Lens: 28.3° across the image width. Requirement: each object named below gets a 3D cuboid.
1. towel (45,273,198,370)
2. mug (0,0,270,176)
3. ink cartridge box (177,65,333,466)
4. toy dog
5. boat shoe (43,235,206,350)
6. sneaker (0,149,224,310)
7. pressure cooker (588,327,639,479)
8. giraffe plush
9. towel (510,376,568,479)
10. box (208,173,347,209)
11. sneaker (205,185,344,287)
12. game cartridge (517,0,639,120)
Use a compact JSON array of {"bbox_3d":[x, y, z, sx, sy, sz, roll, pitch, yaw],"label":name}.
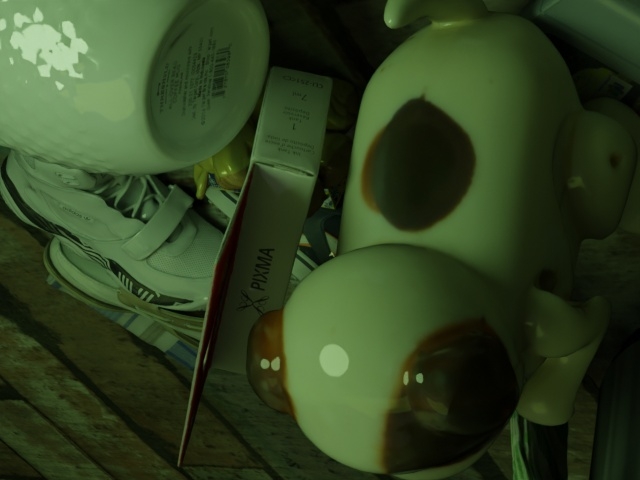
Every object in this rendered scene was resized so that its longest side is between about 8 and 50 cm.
[{"bbox_3d":[-0.277,0.097,1.929,0.285,0.034,0.209,34,148,-10],"label":"towel"},{"bbox_3d":[-0.209,-0.247,1.167,0.328,0.276,0.374,26,107,30],"label":"mug"},{"bbox_3d":[-0.061,0.032,1.178,0.066,0.261,0.296,13,136,-3],"label":"ink cartridge box"},{"bbox_3d":[0.117,0.020,1.089,0.285,0.408,0.395,11,144,24],"label":"toy dog"},{"bbox_3d":[-0.235,0.055,1.779,0.302,0.113,0.103,25,148,-17],"label":"boat shoe"},{"bbox_3d":[-0.244,-0.050,1.598,0.366,0.137,0.210,29,151,4],"label":"sneaker"},{"bbox_3d":[0.448,0.310,1.303,0.370,0.420,0.375,1,139,18],"label":"pressure cooker"},{"bbox_3d":[-0.081,-0.114,1.383,0.210,0.181,0.170,41,155,-9],"label":"giraffe plush"},{"bbox_3d":[0.257,0.213,1.440,0.038,0.324,0.248,-10,136,17],"label":"towel"},{"bbox_3d":[-0.055,-0.086,1.489,0.169,0.054,0.059,10,144,25],"label":"box"},{"bbox_3d":[0.000,0.000,1.523,0.321,0.127,0.126,39,172,31],"label":"sneaker"},{"bbox_3d":[0.252,-0.137,1.198,0.196,0.060,0.294,32,148,1],"label":"game cartridge"}]
